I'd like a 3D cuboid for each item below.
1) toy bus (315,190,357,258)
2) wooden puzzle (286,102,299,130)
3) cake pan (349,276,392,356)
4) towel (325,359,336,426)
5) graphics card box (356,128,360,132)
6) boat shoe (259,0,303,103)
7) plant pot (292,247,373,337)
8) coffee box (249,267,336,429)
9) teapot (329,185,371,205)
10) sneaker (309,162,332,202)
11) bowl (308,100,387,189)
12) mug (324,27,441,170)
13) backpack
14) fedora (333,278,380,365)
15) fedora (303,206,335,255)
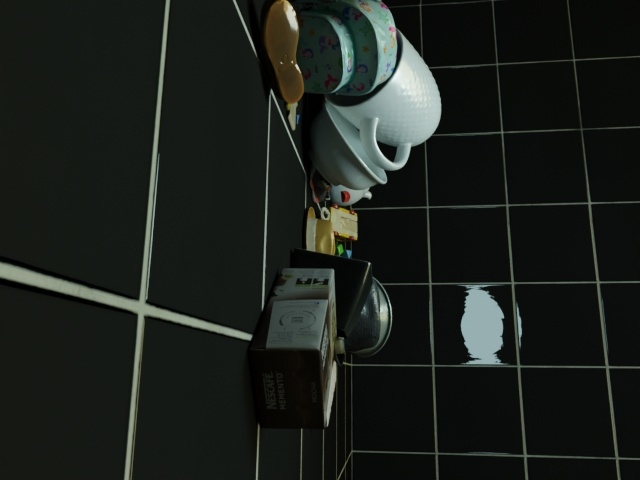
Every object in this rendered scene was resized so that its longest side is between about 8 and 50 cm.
[{"bbox_3d":[0.036,-0.053,1.779,0.191,0.104,0.202,-54,127,-44],"label":"toy bus"},{"bbox_3d":[-0.069,-0.312,1.326,0.116,0.014,0.079,75,20,-63],"label":"wooden puzzle"},{"bbox_3d":[0.119,0.259,1.920,0.054,0.293,0.294,3,85,-43],"label":"cake pan"},{"bbox_3d":[0.008,0.349,1.700,0.332,0.053,0.317,-65,154,-77],"label":"towel"},{"bbox_3d":[0.120,-0.429,1.960,0.371,0.094,0.233,-62,-175,24],"label":"graphics card box"},{"bbox_3d":[-0.082,-0.355,1.030,0.073,0.073,0.207,47,-25,35],"label":"boat shoe"},{"bbox_3d":[0.017,0.139,1.356,0.187,0.188,0.167,71,32,-70],"label":"plant pot"},{"bbox_3d":[-0.039,0.191,1.045,0.297,0.118,0.168,-76,164,-67],"label":"coffee box"},{"bbox_3d":[0.132,-0.263,2.283,0.256,0.186,0.253,-69,156,-71],"label":"teapot"},{"bbox_3d":[0.002,-0.177,1.680,0.158,0.064,0.061,79,12,-56],"label":"sneaker"},{"bbox_3d":[0.057,-0.254,1.633,0.298,0.134,0.298,47,18,-21],"label":"bowl"},{"bbox_3d":[0.205,-0.390,1.653,0.328,0.276,0.374,30,62,-46],"label":"mug"},{"bbox_3d":[0.041,-0.444,1.269,0.191,0.253,0.225,-47,142,-46],"label":"backpack"},{"bbox_3d":[0.113,0.226,1.742,0.334,0.152,0.334,-1,90,-84],"label":"fedora"},{"bbox_3d":[0.000,0.000,1.576,0.194,0.079,0.195,-1,90,-83],"label":"fedora"}]
